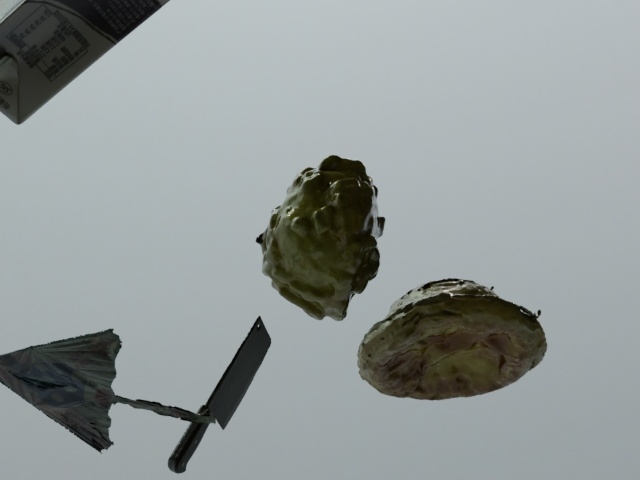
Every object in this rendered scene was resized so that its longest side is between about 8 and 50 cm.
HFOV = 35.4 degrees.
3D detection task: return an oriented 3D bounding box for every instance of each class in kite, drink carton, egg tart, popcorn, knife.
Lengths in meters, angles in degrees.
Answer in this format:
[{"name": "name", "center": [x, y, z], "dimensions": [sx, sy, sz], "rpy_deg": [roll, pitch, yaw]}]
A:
[{"name": "kite", "center": [-0.286, 0.195, 1.276], "dimensions": [0.314, 0.335, 0.011], "rpy_deg": [15, -128, -2]}, {"name": "drink carton", "center": [-0.275, -0.242, 1.056], "dimensions": [0.102, 0.222, 0.134], "rpy_deg": [46, -172, -37]}, {"name": "egg tart", "center": [0.212, 0.162, 1.685], "dimensions": [0.341, 0.341, 0.132], "rpy_deg": [15, -127, -27]}, {"name": "popcorn", "center": [0.000, 0.000, 1.534], "dimensions": [0.192, 0.266, 0.233], "rpy_deg": [12, -127, 0]}, {"name": "knife", "center": [-0.127, 0.214, 1.335], "dimensions": [0.019, 0.072, 0.245], "rpy_deg": [11, -128, 29]}]
